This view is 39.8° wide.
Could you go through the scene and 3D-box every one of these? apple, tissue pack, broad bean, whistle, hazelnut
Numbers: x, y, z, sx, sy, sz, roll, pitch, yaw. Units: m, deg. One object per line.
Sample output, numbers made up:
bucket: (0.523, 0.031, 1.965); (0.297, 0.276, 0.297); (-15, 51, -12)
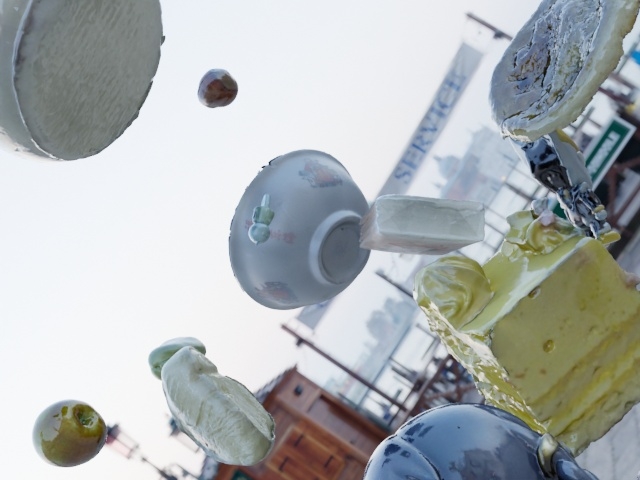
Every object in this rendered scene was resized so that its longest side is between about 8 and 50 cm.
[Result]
apple: (-0.390, 0.302, 1.379); (0.102, 0.114, 0.099); (-47, 28, 35)
tissue pack: (0.159, -0.019, 1.474); (0.325, 0.170, 0.071); (115, 158, -84)
broad bean: (-0.318, 0.254, 1.959); (0.174, 0.124, 0.082); (-59, -40, -74)
whistle: (-0.094, -0.034, 1.436); (0.035, 0.035, 0.100); (113, 169, -55)
hazelnut: (-0.201, -0.293, 1.711); (0.086, 0.086, 0.086); (-55, -8, -11)

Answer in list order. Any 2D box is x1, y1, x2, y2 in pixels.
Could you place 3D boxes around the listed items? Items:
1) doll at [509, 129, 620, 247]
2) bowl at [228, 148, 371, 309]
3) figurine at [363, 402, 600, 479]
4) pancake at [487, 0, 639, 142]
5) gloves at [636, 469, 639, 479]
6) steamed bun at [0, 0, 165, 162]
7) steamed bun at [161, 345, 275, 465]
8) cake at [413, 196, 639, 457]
doll: (0.470, -0.124, 1.715); (0.103, 0.316, 0.145); (-30, -11, 12)
bowl: (0.000, 0.000, 1.765); (0.345, 0.157, 0.346); (-16, -64, -36)
figurine: (0.143, 0.253, 0.706); (0.197, 0.265, 0.175); (-35, -33, -18)
pancake: (0.405, -0.320, 1.513); (0.356, 0.065, 0.356); (-53, 23, 35)
gloves: (0.482, 0.356, 1.118); (0.152, 0.197, 0.301); (-20, 29, 23)
steamed bun: (-0.428, -0.311, 1.373); (0.374, 0.241, 0.374); (19, -90, -73)
steamed bun: (-0.171, 0.272, 1.411); (0.110, 0.212, 0.231); (-44, -3, -3)
cake: (0.285, 0.105, 1.195); (0.227, 0.286, 0.222); (-39, 14, -11)
